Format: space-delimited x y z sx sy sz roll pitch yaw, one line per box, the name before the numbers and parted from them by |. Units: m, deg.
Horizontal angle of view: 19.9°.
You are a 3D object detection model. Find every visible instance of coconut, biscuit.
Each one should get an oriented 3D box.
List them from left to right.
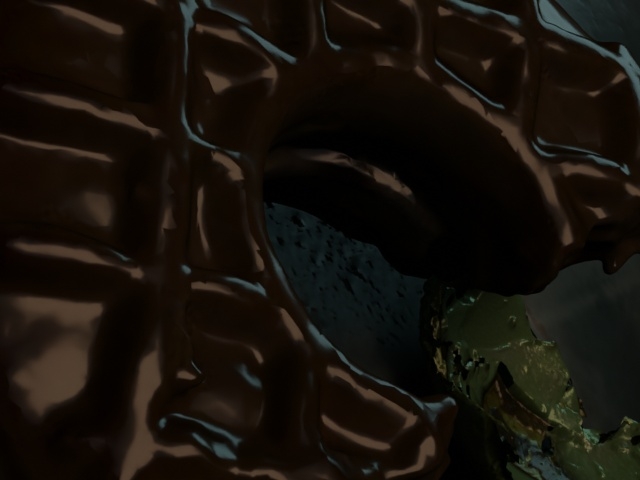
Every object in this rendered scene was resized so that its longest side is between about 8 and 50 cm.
biscuit | -0.017 -0.008 0.661 0.268 0.115 0.366 47 45 -2
coconut | 0.090 0.070 0.804 0.158 0.055 0.133 57 38 1
